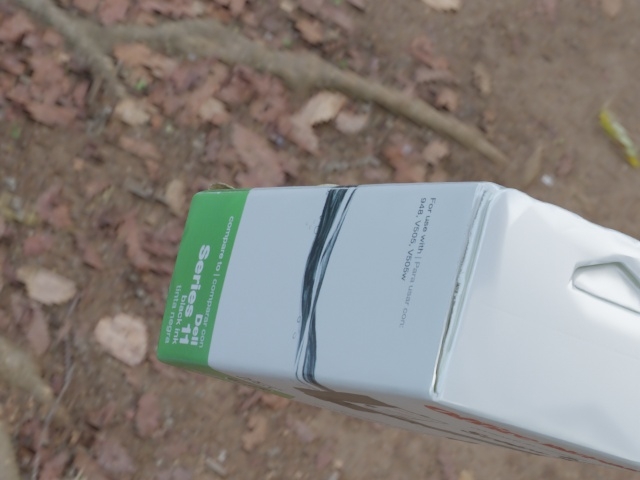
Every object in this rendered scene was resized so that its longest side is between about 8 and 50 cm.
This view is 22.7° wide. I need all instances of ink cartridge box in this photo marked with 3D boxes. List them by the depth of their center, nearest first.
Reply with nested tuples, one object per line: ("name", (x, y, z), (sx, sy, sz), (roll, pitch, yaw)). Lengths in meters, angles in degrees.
("ink cartridge box", (0.049, 0.037, 0.686), (0.153, 0.208, 0.086), (20, 79, -32))

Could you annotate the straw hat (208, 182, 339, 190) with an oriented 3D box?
("straw hat", (0.000, 0.000, 0.940), (0.061, 0.144, 0.144), (-39, 78, -14))
